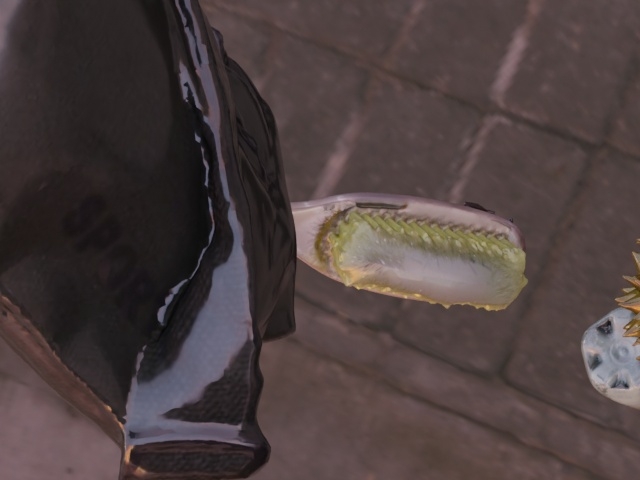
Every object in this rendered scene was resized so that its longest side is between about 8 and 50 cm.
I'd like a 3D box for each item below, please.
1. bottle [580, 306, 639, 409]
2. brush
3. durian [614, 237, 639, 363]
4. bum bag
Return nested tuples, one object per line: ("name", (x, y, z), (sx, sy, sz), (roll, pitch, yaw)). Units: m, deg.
("bottle", (0.293, 0.110, 1.644), (0.083, 0.269, 0.083), (-4, 80, 21))
("brush", (0.001, -0.001, 1.208), (0.067, 0.312, 0.072), (-135, 58, -63))
("durian", (0.317, 0.026, 1.430), (0.166, 0.306, 0.172), (7, 83, 34))
("bum bag", (-0.073, -0.050, 0.447), (0.079, 0.326, 0.142), (-17, 49, 20))
